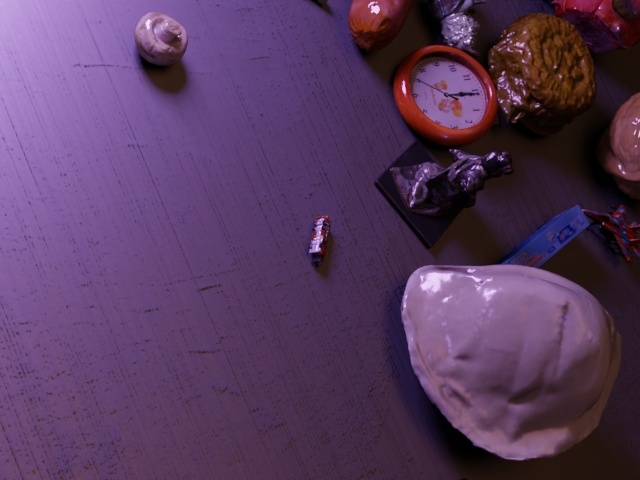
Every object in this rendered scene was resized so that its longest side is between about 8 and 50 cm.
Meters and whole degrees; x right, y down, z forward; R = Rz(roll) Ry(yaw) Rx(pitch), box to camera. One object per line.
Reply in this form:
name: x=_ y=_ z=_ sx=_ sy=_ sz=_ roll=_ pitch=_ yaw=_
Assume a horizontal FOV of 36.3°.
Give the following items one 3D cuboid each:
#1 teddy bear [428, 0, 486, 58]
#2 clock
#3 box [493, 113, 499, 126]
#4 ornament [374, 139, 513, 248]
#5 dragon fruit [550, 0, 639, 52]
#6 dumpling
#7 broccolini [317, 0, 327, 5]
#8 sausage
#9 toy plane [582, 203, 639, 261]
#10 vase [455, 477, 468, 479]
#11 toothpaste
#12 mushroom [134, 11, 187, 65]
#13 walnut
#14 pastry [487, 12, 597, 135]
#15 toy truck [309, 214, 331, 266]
teddy bear: x=0.261 y=-0.445 z=1.873 sx=0.111 sy=0.133 sz=0.213 roll=13 pitch=75 yaw=-24
clock: x=0.230 y=-0.266 z=1.795 sx=0.205 sy=0.051 sz=0.205 roll=6 pitch=68 yaw=-16
box: x=0.284 y=-0.272 z=1.878 sx=0.133 sy=0.023 sz=0.090 roll=5 pitch=69 yaw=-36
ornament: x=0.237 y=-0.118 z=1.660 sx=0.153 sy=0.196 sz=0.166 roll=50 pitch=48 yaw=-9
dragon fruit: x=0.641 y=-0.564 z=2.107 sx=0.250 sy=0.269 sz=0.291 roll=34 pitch=82 yaw=-28
dumpling: x=0.307 y=0.189 z=1.563 sx=0.395 sy=0.233 sz=0.315 roll=25 pitch=59 yaw=-10
broccolini: x=-0.066 y=-0.479 z=1.681 sx=0.216 sy=0.058 sz=0.067 roll=30 pitch=52 yaw=-24
sausage: x=0.121 y=-0.449 z=1.774 sx=0.113 sy=0.113 sz=0.259 roll=37 pitch=51 yaw=-19
toy plane: x=0.586 y=-0.027 z=1.974 sx=0.189 sy=0.061 sz=0.130 roll=18 pitch=61 yaw=-26
vase: x=0.229 y=0.471 z=1.478 sx=0.060 sy=0.060 sz=0.211 roll=-6 pitch=73 yaw=-39
toothpaste: x=0.405 y=0.015 z=1.811 sx=0.272 sy=0.066 sz=0.053 roll=-31 pitch=91 yaw=-41
mushroom: x=-0.238 y=-0.305 z=1.466 sx=0.083 sy=0.067 sz=0.083 roll=23 pitch=52 yaw=-32
walnut: x=0.704 y=-0.199 z=2.038 sx=0.257 sy=0.257 sz=0.224 roll=-56 pitch=139 yaw=-38
pastry: x=0.445 y=-0.339 z=1.946 sx=0.235 sy=0.132 sz=0.240 roll=7 pitch=63 yaw=-43
toy truck: x=0.000 y=0.000 z=1.539 sx=0.032 sy=0.024 sz=0.083 roll=54 pitch=38 yaw=-45
